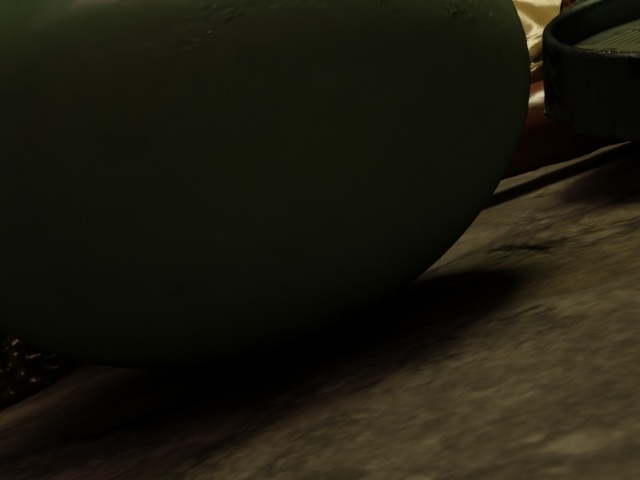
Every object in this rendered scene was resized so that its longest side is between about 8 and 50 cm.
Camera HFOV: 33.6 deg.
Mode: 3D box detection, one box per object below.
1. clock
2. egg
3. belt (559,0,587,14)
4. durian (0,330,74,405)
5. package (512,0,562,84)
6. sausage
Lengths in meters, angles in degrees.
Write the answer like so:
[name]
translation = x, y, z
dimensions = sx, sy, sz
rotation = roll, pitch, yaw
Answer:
[clock]
translation = 0.327, -0.154, 0.796
dimensions = 0.325, 0.067, 0.325
rotation = -12, 20, 4
[egg]
translation = -0.063, -0.065, 0.652
dimensions = 0.389, 0.276, 0.276
rotation = -20, 7, 6
[belt]
translation = 0.404, -0.257, 1.115
dimensions = 0.295, 0.206, 0.160
rotation = -19, 9, -5
[durian]
translation = -0.290, 0.083, 0.852
dimensions = 0.187, 0.108, 0.119
rotation = -22, 7, -18
[package]
translation = 0.294, -0.241, 1.255
dimensions = 0.311, 0.221, 0.165
rotation = -25, 21, -1
[sausage]
translation = 0.225, -0.114, 0.967
dimensions = 0.433, 0.087, 0.088
rotation = -18, 7, -6
